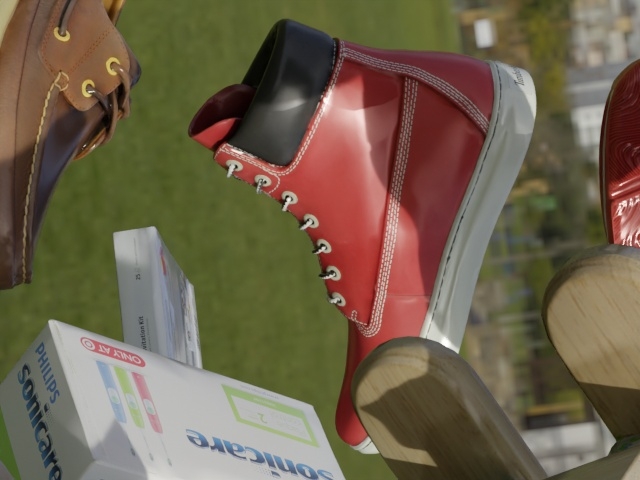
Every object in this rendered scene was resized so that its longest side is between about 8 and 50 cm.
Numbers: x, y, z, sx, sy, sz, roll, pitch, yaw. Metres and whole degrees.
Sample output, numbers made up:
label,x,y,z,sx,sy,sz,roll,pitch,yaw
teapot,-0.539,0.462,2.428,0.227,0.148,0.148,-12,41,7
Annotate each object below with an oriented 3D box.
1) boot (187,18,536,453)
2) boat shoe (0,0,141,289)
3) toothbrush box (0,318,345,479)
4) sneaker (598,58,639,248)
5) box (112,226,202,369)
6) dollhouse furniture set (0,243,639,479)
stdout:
label,x,y,z,sx,sy,sz,roll,pitch,yaw
boot,0.000,0.000,1.063,0.088,0.176,0.244,-110,-147,-64
boat shoe,-0.095,-0.062,0.689,0.064,0.060,0.178,110,-13,-59
toothbrush box,-0.142,0.209,1.151,0.206,0.283,0.122,21,29,-37
sneaker,0.160,0.017,0.918,0.128,0.087,0.221,-155,-129,-72
box,-0.127,0.084,1.547,0.186,0.038,0.145,74,8,-74
dollhouse furniture set,-0.034,0.090,0.475,0.161,0.242,0.212,55,41,-8
